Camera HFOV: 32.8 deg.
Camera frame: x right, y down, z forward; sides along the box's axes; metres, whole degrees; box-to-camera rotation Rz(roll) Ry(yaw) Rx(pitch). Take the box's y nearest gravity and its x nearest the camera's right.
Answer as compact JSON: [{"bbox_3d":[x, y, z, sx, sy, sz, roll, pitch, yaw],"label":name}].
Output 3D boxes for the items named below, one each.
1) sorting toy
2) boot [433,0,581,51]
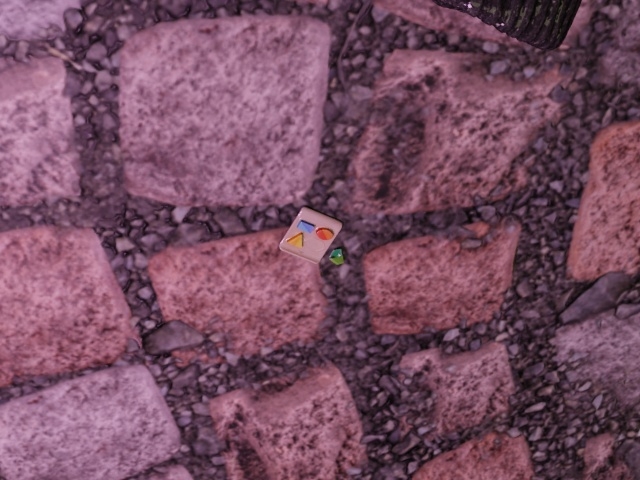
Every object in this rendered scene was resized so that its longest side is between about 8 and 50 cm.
[{"bbox_3d":[0.000,0.000,1.305,0.083,0.012,0.062,22,112,-23],"label":"sorting toy"},{"bbox_3d":[0.156,-0.341,1.003,0.348,0.131,0.260,22,111,-27],"label":"boot"}]
